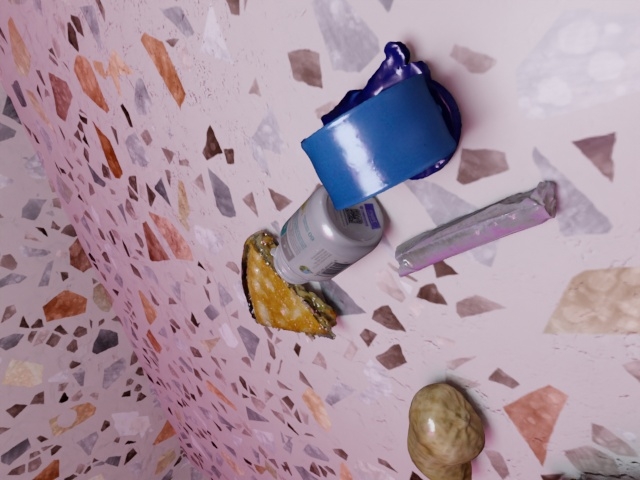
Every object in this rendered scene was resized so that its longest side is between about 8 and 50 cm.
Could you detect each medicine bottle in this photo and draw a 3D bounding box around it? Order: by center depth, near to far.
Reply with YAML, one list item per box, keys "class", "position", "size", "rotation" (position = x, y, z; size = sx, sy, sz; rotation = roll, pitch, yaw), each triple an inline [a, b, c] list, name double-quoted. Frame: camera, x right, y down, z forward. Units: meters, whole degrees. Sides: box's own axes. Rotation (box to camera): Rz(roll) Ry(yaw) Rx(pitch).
- class: "medicine bottle"
  position: [0.000, 0.000, 0.710]
  size: [0.135, 0.135, 0.215]
  rotation: [53, 140, 2]

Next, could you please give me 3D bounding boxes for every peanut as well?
- class: "peanut"
  position: [0.231, 0.377, 0.757]
  size: [0.137, 0.122, 0.253]
  rotation: [15, 129, 27]

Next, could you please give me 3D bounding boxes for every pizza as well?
- class: "pizza"
  position: [-0.086, 0.097, 0.909]
  size: [0.288, 0.074, 0.251]
  rotation: [2, 118, 42]

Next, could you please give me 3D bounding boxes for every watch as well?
- class: "watch"
  position: [0.068, -0.128, 0.512]
  size: [0.171, 0.200, 0.196]
  rotation: [53, 136, -3]

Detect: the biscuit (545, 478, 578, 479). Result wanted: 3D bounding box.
- class: "biscuit"
  position: [0.466, 0.467, 0.529]
  size: [0.312, 0.110, 0.318]
  rotation: [43, 171, 16]

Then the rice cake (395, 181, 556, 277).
- class: "rice cake"
  position: [0.201, -0.006, 0.574]
  size: [0.049, 0.055, 0.270]
  rotation: [53, 138, -5]
